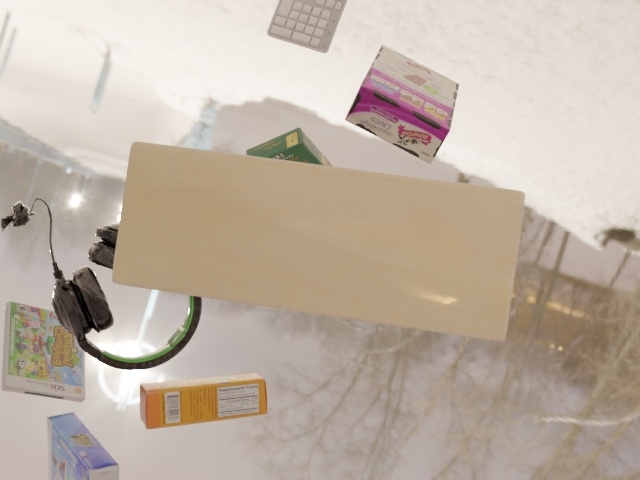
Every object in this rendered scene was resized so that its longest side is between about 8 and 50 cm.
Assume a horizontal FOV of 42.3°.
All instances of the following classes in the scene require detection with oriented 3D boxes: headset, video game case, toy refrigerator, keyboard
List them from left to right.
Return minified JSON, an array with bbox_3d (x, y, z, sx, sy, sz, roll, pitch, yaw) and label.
[{"bbox_3d":[-0.626,0.253,1.881,0.193,0.212,0.023,21,137,-41],"label":"video game case"},{"bbox_3d":[-0.453,0.488,1.562,0.061,0.244,0.269,-5,-167,-32],"label":"video game case"},{"bbox_3d":[-0.388,0.067,1.480,0.394,0.243,0.185,42,169,-14],"label":"headset"},{"bbox_3d":[0.000,0.000,0.597,0.270,0.102,0.094,7,179,7],"label":"toy refrigerator"},{"bbox_3d":[0.018,-0.331,0.914,0.072,0.256,0.014,20,173,4],"label":"keyboard"}]

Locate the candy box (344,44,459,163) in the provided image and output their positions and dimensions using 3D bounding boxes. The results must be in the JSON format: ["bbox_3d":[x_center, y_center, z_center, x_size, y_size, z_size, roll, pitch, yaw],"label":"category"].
[{"bbox_3d":[0.142,-0.234,1.388,0.159,0.071,0.233,27,-148,-1],"label":"candy box"}]

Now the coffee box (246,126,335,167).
[{"bbox_3d":[-0.038,-0.119,1.470,0.113,0.040,0.184,-21,143,22],"label":"coffee box"}]

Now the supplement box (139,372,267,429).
[{"bbox_3d":[-0.223,0.304,1.581,0.234,0.080,0.078,-1,-177,-21],"label":"supplement box"}]
